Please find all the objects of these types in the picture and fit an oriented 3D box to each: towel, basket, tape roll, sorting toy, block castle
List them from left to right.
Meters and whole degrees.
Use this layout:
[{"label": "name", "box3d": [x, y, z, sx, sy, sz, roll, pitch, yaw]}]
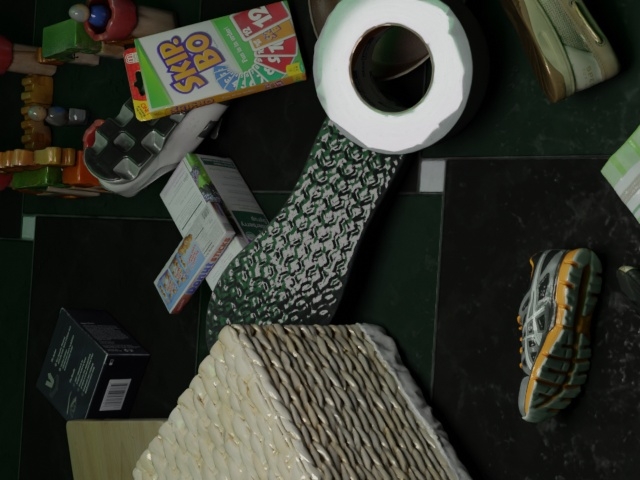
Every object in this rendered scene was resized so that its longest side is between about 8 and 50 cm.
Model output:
[{"label": "block castle", "box3d": [-0.442, -0.232, 2.331, 0.453, 0.212, 0.303, -5, 83, 46]}, {"label": "sorting toy", "box3d": [-0.273, 0.401, 2.174, 0.255, 0.089, 0.257, -8, 91, 45]}, {"label": "basket", "box3d": [-0.030, 0.315, 1.800, 0.328, 0.266, 0.331, -57, 43, 28]}, {"label": "tape roll", "box3d": [0.103, -0.222, 1.779, 0.219, 0.072, 0.219, 5, 103, 23]}, {"label": "towel", "box3d": [0.391, -0.065, 1.578, 0.113, 0.023, 0.152, -52, 52, 29]}]

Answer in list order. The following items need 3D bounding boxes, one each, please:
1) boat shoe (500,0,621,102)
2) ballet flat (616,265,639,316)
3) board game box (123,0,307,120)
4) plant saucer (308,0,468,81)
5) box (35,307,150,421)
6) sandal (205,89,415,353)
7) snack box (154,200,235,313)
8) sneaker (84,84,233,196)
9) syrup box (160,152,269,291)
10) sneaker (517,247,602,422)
[{"label": "boat shoe", "box3d": [0.270, -0.312, 1.682, 0.098, 0.109, 0.302, -20, 66, 2]}, {"label": "ballet flat", "box3d": [0.397, 0.080, 1.555, 0.173, 0.049, 0.057, 43, 159, 41]}, {"label": "board game box", "box3d": [-0.159, -0.264, 2.048, 0.259, 0.039, 0.124, -15, 71, 3]}, {"label": "plant saucer", "box3d": [0.104, -0.368, 1.886, 0.310, 0.050, 0.311, -4, 85, 46]}, {"label": "box", "box3d": [-0.381, 0.217, 2.316, 0.158, 0.093, 0.156, 37, 113, 40]}, {"label": "sandal", "box3d": [0.003, 0.000, 1.923, 0.167, 0.107, 0.446, 36, 100, 16]}, {"label": "snack box", "box3d": [-0.187, 0.027, 2.042, 0.178, 0.022, 0.064, -53, 53, 31]}, {"label": "sneaker", "box3d": [-0.215, -0.196, 2.122, 0.330, 0.146, 0.122, -42, 72, -7]}, {"label": "syrup box", "box3d": [-0.140, -0.015, 2.082, 0.096, 0.093, 0.237, -53, 52, 29]}, {"label": "sneaker", "box3d": [0.272, 0.111, 1.654, 0.083, 0.084, 0.215, 14, 88, 49]}]
